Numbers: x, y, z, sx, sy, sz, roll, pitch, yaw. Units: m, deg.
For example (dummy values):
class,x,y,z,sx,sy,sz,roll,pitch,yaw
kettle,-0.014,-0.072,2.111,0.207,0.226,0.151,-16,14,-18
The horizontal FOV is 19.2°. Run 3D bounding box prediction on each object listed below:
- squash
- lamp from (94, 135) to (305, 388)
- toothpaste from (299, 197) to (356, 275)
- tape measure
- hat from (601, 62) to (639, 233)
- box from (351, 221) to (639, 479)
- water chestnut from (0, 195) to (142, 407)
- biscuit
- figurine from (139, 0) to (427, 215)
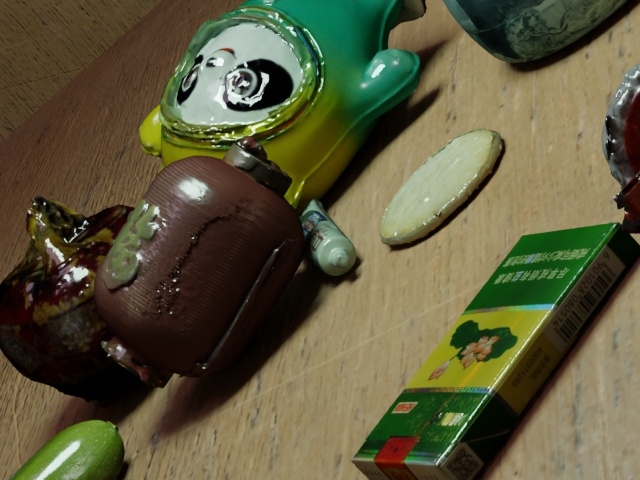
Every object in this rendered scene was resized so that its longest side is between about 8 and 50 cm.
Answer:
class,x,y,z,sx,sy,sz,roll,pitch,yaw
squash,-0.308,0.303,1.809,0.341,0.094,0.094,-47,17,-17
lamp,-0.112,0.024,1.837,0.258,0.180,0.180,-57,17,3
toothpaste,0.000,0.000,1.887,0.060,0.038,0.233,-53,14,2
tape measure,0.236,-0.308,1.873,0.256,0.147,0.275,-20,29,56
hat,0.247,-0.064,1.373,0.140,0.129,0.227,-61,5,-4
box,0.128,0.084,1.390,0.235,0.034,0.132,-51,18,-22
water chestnut,-0.254,0.054,2.036,0.224,0.238,0.223,-31,15,9
biscuit,0.112,-0.053,1.776,0.152,0.020,0.152,-41,17,15
figurine,-0.040,-0.163,2.080,0.323,0.231,0.340,11,61,40
